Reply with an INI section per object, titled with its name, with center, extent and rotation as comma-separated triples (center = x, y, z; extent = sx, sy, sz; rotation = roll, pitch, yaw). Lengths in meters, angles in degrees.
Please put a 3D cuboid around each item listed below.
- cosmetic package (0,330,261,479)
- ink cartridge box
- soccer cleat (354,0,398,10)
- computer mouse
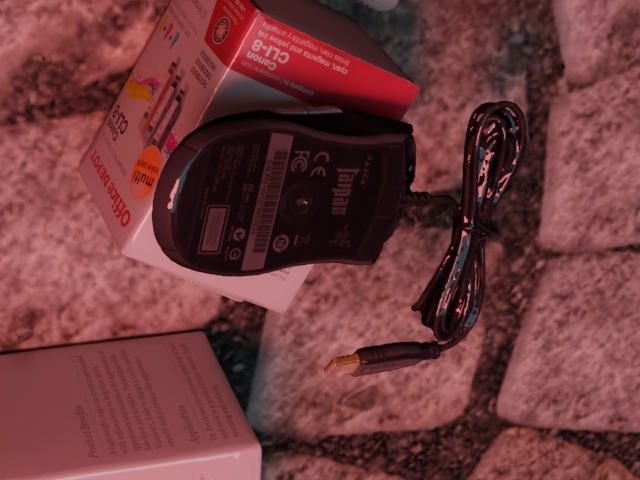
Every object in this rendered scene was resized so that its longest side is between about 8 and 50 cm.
[cosmetic package]
center = -0.150, 0.171, 1.111
extent = 0.184, 0.151, 0.151
rotation = -6, 120, -17
[ink cartridge box]
center = -0.050, -0.069, 1.028
extent = 0.127, 0.128, 0.176
rotation = 21, 108, -31
[soccer cleat]
center = 0.023, -0.174, 1.053
extent = 0.029, 0.035, 0.083
rotation = -46, 123, 7
[computer mouse]
center = 0.000, 0.000, 0.977
extent = 0.262, 0.060, 0.184
rotation = -7, 118, -34
